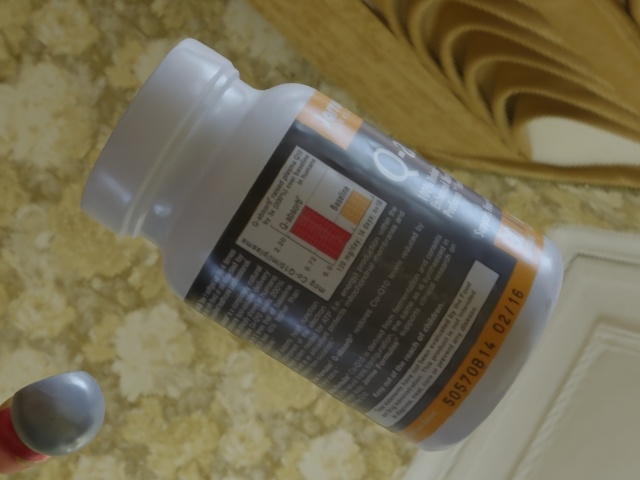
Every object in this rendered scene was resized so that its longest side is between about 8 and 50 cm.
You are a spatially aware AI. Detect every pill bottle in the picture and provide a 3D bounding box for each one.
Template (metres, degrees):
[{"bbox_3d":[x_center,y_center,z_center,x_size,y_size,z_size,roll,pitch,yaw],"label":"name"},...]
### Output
[{"bbox_3d":[0.000,0.000,0.702,0.162,0.278,0.162,-57,-177,5],"label":"pill bottle"}]

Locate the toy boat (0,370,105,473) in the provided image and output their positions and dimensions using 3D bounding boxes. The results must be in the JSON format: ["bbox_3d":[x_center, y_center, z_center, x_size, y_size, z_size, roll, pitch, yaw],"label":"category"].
[{"bbox_3d":[-0.259,0.225,0.749,0.148,0.267,0.318,-32,-155,46],"label":"toy boat"}]
